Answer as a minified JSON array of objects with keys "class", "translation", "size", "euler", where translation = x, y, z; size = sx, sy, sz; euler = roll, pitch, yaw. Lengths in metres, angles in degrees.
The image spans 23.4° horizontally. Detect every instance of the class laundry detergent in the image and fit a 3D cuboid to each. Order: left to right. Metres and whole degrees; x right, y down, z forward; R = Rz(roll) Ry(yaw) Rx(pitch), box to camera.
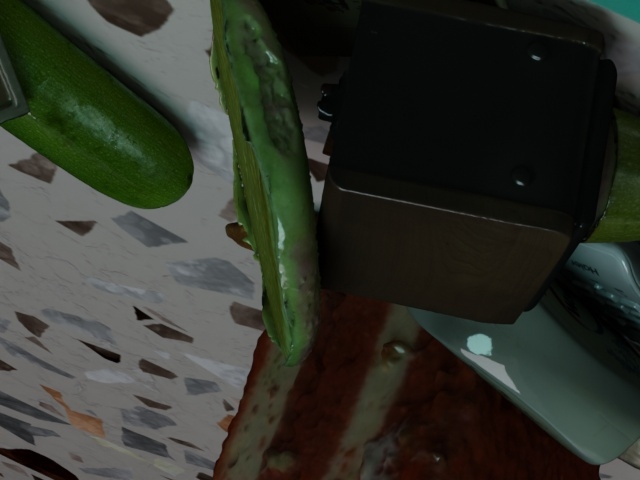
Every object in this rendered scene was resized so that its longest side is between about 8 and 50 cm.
[{"class":"laundry detergent","translation":[0.148,0.055,1.310],"size":[0.280,0.105,0.215],"euler":[38,-169,-20]}]

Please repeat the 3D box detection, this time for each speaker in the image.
[{"class":"speaker","translation":[0.089,-0.050,1.095],"size":[0.193,0.153,0.231],"euler":[11,161,1]}]

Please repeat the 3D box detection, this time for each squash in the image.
[{"class":"squash","translation":[-0.250,-0.140,1.315],"size":[0.101,0.101,0.379],"euler":[-4,145,45]},{"class":"squash","translation":[0.256,-0.036,1.119],"size":[0.132,0.105,0.105],"euler":[11,157,-8]}]

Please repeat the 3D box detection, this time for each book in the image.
[{"class":"book","translation":[0.039,-0.173,1.092],"size":[0.199,0.016,0.138],"euler":[7,152,31]}]

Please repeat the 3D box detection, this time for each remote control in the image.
[{"class":"remote control","translation":[0.291,0.066,1.330],"size":[0.103,0.051,0.293],"euler":[23,165,47]}]

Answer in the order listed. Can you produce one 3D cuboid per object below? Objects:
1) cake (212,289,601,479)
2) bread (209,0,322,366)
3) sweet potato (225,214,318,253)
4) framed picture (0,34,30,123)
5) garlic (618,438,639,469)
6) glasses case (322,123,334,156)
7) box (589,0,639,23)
[{"class":"cake","translation":[0.083,0.215,1.556],"size":[0.320,0.269,0.270],"euler":[-2,147,41]},{"class":"bread","translation":[-0.041,-0.049,1.146],"size":[0.045,0.301,0.301],"euler":[-10,156,-7]},{"class":"sweet potato","translation":[0.000,-0.002,1.447],"size":[0.202,0.058,0.055],"euler":[1,106,32]},{"class":"framed picture","translation":[-0.415,-0.139,1.166],"size":[0.022,0.335,0.247],"euler":[-127,17,-52]},{"class":"garlic","translation":[0.292,0.155,1.426],"size":[0.129,0.090,0.198],"euler":[21,-175,-44]},{"class":"glasses case","translation":[0.088,-0.061,1.256],"size":[0.170,0.041,0.064],"euler":[23,156,2]},{"class":"box","translation":[0.116,-0.237,0.764],"size":[0.311,0.118,0.205],"euler":[24,159,-1]}]
